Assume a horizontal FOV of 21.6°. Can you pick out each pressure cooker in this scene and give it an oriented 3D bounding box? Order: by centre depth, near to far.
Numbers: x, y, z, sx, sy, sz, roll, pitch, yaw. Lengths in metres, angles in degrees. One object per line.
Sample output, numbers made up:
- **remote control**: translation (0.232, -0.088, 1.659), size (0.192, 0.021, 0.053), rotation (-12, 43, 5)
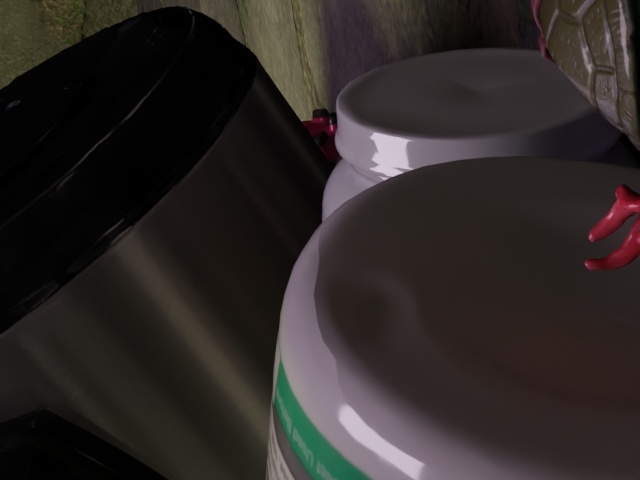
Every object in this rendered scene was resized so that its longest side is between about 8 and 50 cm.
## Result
- **pressure cooker**: translation (-0.089, 0.120, 0.987), size (0.420, 0.375, 0.370), rotation (55, 162, -20)

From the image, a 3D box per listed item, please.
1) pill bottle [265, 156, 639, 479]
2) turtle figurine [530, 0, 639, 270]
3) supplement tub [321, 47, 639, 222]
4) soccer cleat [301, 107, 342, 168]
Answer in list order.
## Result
- **pill bottle**: translation (0.073, 0.168, 0.628), size (0.204, 0.204, 0.361), rotation (-114, 25, -54)
- **turtle figurine**: translation (0.120, -0.087, 0.510), size (0.175, 0.118, 0.234), rotation (92, 170, -52)
- **supplement tub**: translation (0.076, 0.026, 0.758), size (0.144, 0.144, 0.199), rotation (-121, 23, -65)
- **soccer cleat**: translation (0.000, 0.000, 1.267), size (0.331, 0.116, 0.143), rotation (-120, 12, -71)
